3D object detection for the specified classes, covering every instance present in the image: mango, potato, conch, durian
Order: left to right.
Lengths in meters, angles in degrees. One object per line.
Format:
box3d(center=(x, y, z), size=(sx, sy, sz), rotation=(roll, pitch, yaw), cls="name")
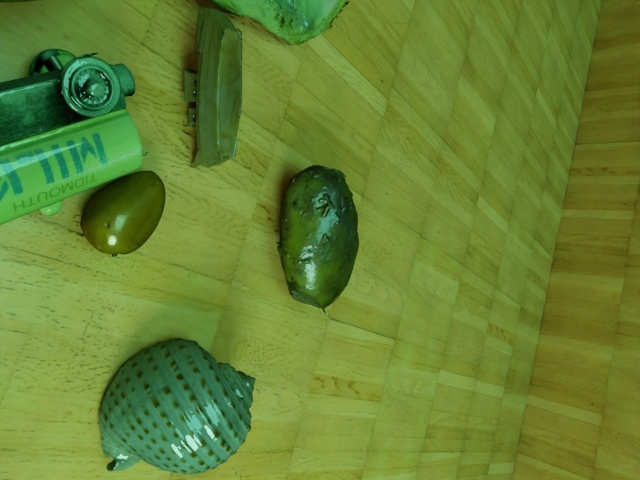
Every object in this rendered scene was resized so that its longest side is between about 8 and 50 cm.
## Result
box3d(center=(-0.231, -0.035, 0.574), size=(0.080, 0.060, 0.114), rotation=(46, 58, -44), cls="mango")
box3d(center=(-0.172, 0.227, 0.618), size=(0.200, 0.131, 0.172), rotation=(-37, 121, -40), cls="conch")
box3d(center=(-0.079, -0.411, 0.662), size=(0.198, 0.163, 0.394), rotation=(-51, 162, 29), cls="durian")
box3d(center=(0.000, 0.000, 0.793), size=(0.149, 0.113, 0.251), rotation=(-13, 104, -45), cls="potato")

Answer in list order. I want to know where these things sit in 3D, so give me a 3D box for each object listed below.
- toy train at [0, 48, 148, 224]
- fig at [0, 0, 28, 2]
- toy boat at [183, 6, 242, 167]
box3d(center=(-0.296, -0.095, 0.480), size=(0.253, 0.105, 0.157), rotation=(-35, 133, -40), cls="toy train")
box3d(center=(-0.302, -0.292, 0.396), size=(0.191, 0.181, 0.181), rotation=(-19, 110, -17), cls="fig")
box3d(center=(-0.149, -0.197, 0.639), size=(0.064, 0.072, 0.206), rotation=(-23, 125, -59), cls="toy boat")
